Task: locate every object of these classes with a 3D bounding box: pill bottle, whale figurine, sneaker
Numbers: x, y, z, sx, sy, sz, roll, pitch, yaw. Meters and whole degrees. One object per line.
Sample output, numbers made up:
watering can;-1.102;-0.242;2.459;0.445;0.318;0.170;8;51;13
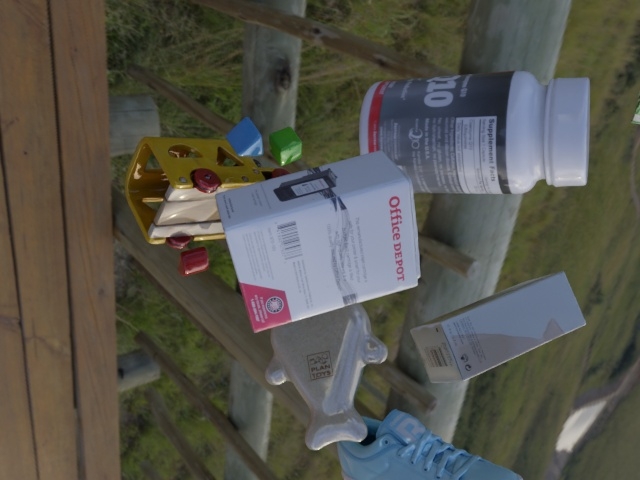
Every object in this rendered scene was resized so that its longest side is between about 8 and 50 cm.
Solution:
pill bottle;0.209;-0.144;0.839;0.161;0.283;0.161;2;90;-65
whale figurine;0.014;0.219;1.067;0.216;0.272;0.141;-15;152;7
sneaker;0.157;0.365;1.031;0.135;0.366;0.150;-28;104;-46

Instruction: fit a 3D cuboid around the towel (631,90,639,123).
towel;0.687;-0.266;1.060;0.038;0.248;0.325;-70;159;-11

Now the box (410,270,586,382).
box;0.360;0.175;1.258;0.311;0.121;0.148;-18;172;-19

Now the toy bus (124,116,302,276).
toy bus;-0.114;-0.065;0.698;0.191;0.104;0.202;-31;153;-4

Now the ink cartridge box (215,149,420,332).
ink cartridge box;0.000;0.000;0.520;0.150;0.063;0.109;-15;124;-8
